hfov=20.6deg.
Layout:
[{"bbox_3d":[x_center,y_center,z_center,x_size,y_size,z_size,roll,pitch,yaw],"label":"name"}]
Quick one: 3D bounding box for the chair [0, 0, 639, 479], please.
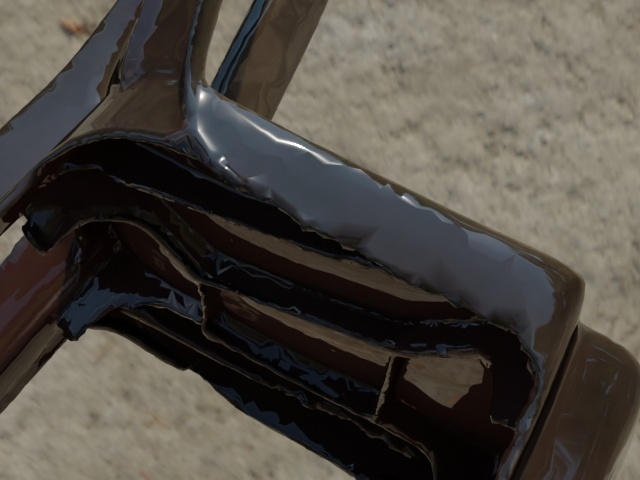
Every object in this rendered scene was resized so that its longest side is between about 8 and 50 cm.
[{"bbox_3d":[0.000,0.000,0.444,0.183,0.175,0.326,29,71,7],"label":"chair"}]
